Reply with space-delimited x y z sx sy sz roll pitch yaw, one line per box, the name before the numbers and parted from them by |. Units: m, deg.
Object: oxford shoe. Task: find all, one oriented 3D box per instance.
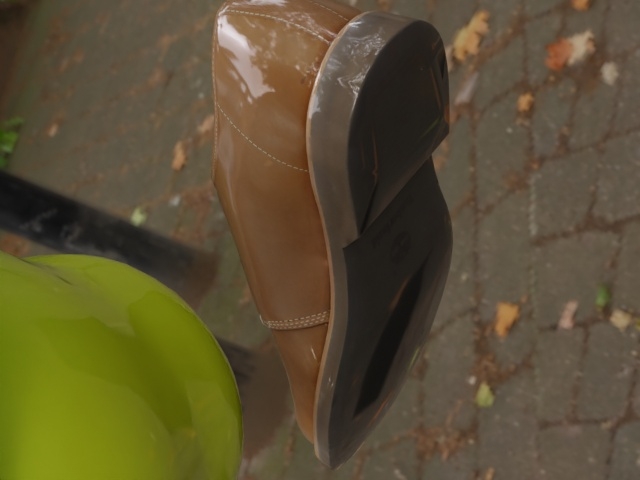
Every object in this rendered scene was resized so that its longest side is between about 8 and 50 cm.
oxford shoe | 0.000 0.000 0.456 0.076 0.076 0.212 -45 -32 -36

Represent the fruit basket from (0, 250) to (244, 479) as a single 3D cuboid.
fruit basket | -0.169 0.094 0.305 0.392 0.283 0.392 -6 -90 -87
